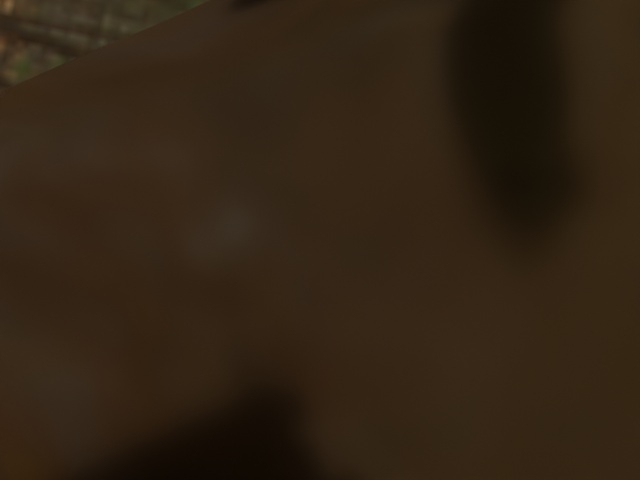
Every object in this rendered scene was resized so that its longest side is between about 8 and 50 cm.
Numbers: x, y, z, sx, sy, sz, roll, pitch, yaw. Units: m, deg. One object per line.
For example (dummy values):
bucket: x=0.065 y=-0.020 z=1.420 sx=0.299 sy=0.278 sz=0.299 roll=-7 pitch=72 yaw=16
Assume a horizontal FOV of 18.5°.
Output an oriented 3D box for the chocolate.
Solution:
chocolate: x=0.049 y=0.086 z=0.768 sx=0.297 sy=0.326 sz=0.314 roll=70 pitch=-5 yaw=-47
